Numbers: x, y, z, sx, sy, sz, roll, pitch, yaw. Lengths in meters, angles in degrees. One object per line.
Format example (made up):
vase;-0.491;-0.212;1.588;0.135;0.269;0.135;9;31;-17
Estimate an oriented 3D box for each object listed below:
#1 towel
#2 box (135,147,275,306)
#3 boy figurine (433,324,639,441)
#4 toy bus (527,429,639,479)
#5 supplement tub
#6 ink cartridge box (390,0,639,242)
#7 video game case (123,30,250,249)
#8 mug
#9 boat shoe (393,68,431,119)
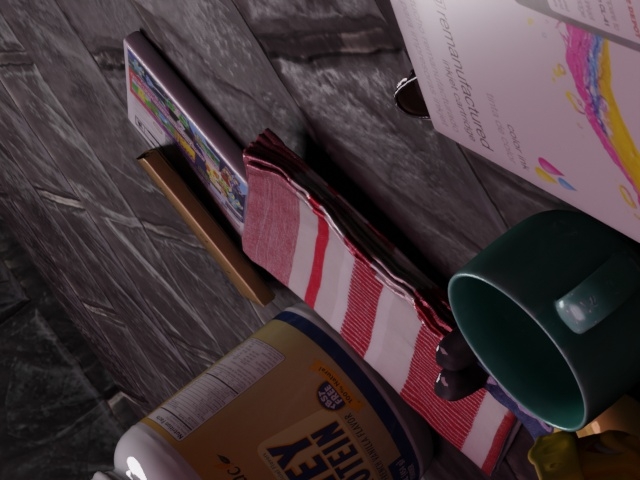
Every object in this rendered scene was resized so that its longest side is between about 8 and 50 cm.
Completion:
towel;0.049;0.065;1.421;0.329;0.037;0.237;43;161;16
box;-0.128;-0.016;1.721;0.201;0.021;0.164;51;173;-8
boy figurine;0.208;0.171;1.172;0.285;0.092;0.177;47;159;25
toy bus;0.252;0.209;0.999;0.149;0.211;0.220;-44;-66;-78
supplement tub;-0.066;0.236;1.616;0.228;0.316;0.228;46;162;20
ink cartridge box;0.159;-0.110;0.683;0.306;0.131;0.226;36;156;47
video game case;-0.133;-0.100;1.632;0.201;0.023;0.183;50;163;13
mug;0.168;0.047;1.017;0.158;0.097;0.129;22;145;57
boat shoe;0.087;-0.101;1.036;0.046;0.038;0.125;58;162;-17
